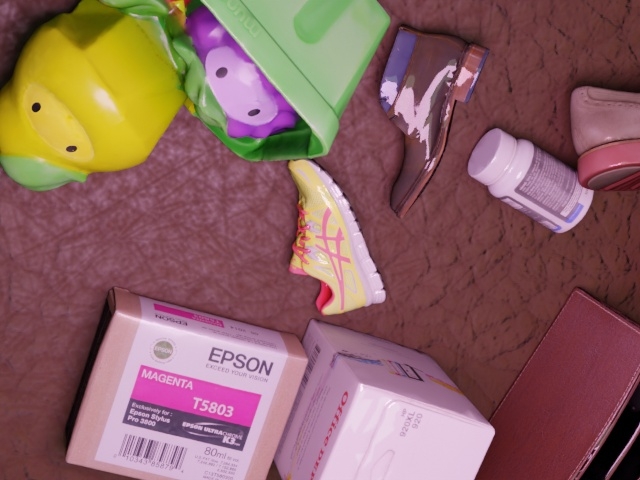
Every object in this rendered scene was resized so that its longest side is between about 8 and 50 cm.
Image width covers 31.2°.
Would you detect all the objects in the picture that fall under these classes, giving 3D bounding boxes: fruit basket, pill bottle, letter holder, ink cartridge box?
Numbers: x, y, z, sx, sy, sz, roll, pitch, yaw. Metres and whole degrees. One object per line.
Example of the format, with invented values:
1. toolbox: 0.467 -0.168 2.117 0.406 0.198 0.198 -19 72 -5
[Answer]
1. fruit basket: -0.173 -0.197 1.146 0.392 0.283 0.391 -1 92 -26
2. pill bottle: 0.247 -0.072 1.356 0.137 0.078 0.078 29 96 -18
3. letter holder: 0.328 0.243 1.383 0.152 0.214 0.301 30 95 -18
4. ink cartridge box: 0.059 0.221 1.305 0.168 0.232 0.171 19 100 -17
5. ink cartridge box: -0.156 0.181 1.323 0.235 0.088 0.193 16 101 -16

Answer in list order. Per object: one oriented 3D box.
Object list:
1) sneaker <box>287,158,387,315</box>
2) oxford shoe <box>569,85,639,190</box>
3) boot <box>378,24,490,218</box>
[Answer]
1. sneaker: 0.000 0.000 1.316 0.094 0.081 0.208 -25 109 -3
2. oxford shoe: 0.453 -0.139 1.368 0.348 0.123 0.130 -2 73 -27
3. boot: 0.103 -0.140 1.321 0.106 0.082 0.219 25 102 4
